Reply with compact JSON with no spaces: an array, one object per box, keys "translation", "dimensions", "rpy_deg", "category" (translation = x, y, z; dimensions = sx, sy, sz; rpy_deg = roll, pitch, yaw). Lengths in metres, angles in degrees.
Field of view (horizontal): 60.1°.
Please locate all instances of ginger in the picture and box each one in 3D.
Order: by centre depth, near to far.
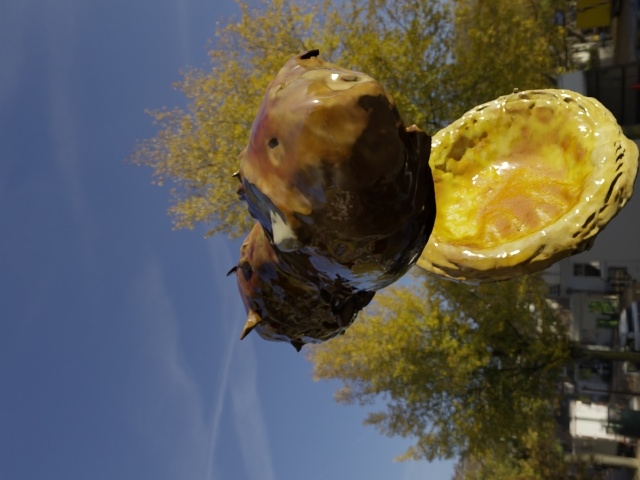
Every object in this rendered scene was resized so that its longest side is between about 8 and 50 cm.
[{"translation":[0.000,0.000,0.547],"dimensions":[0.254,0.176,0.418],"rpy_deg":[-51,-9,-9],"category":"ginger"}]

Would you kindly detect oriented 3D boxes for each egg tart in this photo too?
[{"translation":[0.307,-0.075,0.902],"dimensions":[0.169,0.387,0.388],"rpy_deg":[46,-133,-36],"category":"egg tart"}]
